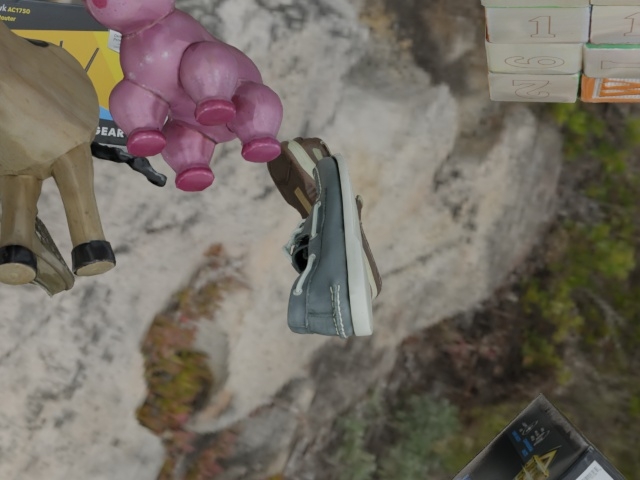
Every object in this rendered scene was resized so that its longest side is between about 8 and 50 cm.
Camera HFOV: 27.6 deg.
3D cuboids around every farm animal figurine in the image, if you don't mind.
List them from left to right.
[{"bbox_3d":[-0.150,-0.130,0.453,0.326,0.330,0.172,3,60,-31],"label":"farm animal figurine"}]

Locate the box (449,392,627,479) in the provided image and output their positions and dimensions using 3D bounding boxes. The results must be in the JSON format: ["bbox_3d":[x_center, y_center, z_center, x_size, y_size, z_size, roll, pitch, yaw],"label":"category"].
[{"bbox_3d":[0.120,0.195,0.883,0.175,0.051,0.220,-45,-179,3],"label":"box"}]

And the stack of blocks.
[{"bbox_3d":[0.107,-0.177,0.504,0.297,0.087,0.171,52,41,-75],"label":"stack of blocks"}]

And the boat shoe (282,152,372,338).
[{"bbox_3d":[0.000,0.000,1.555,0.319,0.099,0.116,-96,175,-53],"label":"boat shoe"}]

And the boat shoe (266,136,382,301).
[{"bbox_3d":[0.028,-0.035,1.814,0.095,0.095,0.257,-22,81,-37],"label":"boat shoe"}]

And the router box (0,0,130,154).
[{"bbox_3d":[-0.255,-0.157,1.236,0.046,0.178,0.133,100,-4,-81],"label":"router box"}]

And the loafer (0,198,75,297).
[{"bbox_3d":[-0.228,0.005,0.968,0.050,0.056,0.148,-32,153,-4],"label":"loafer"}]
